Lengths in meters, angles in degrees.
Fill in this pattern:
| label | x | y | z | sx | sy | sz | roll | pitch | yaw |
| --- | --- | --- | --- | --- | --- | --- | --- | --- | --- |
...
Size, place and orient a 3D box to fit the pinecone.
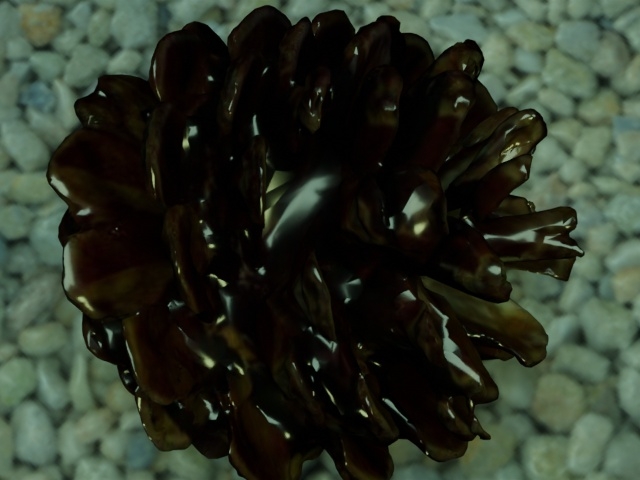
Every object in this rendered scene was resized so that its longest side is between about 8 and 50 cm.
| label | x | y | z | sx | sy | sz | roll | pitch | yaw |
| --- | --- | --- | --- | --- | --- | --- | --- | --- | --- |
| pinecone | 0.002 | -0.003 | 1.122 | 0.295 | 0.242 | 0.298 | -3 | 63 | 8 |
